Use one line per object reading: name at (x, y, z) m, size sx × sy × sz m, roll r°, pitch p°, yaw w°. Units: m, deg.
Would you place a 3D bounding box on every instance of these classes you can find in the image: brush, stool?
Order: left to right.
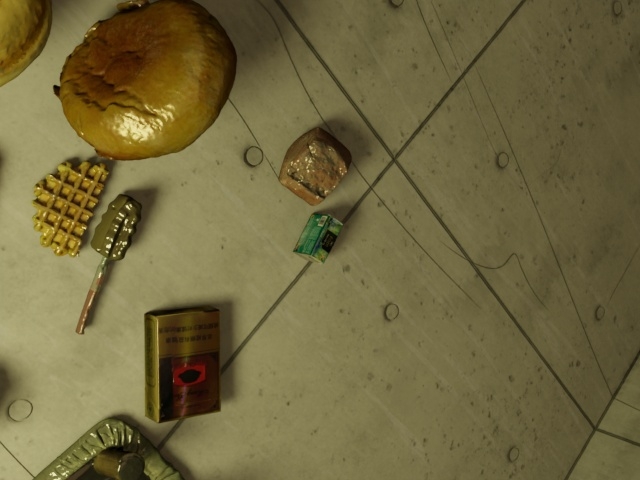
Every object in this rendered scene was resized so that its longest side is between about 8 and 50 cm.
brush at (-0.447, 0.050, 1.383) m, size 0.071 × 0.084 × 0.300 m, roll 22°, pitch 89°, yaw -34°
stool at (-0.419, 0.572, 1.367) m, size 0.310 × 0.226 × 0.310 m, roll -45°, pitch 116°, yaw -19°

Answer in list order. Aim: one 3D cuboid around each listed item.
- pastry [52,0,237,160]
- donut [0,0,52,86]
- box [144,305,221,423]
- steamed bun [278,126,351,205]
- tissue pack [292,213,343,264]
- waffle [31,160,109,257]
pastry at (-0.329, -0.308, 1.274) m, size 0.356 × 0.356 × 0.164 m, roll -56°, pitch 150°, yaw -15°
donut at (-0.663, -0.424, 1.078) m, size 0.449 × 0.198 × 0.448 m, roll 8°, pitch 74°, yaw -29°
box at (-0.305, 0.272, 1.500) m, size 0.159 × 0.071 × 0.240 m, roll -2°, pitch 96°, yaw -35°
steamed bun at (-0.012, -0.181, 1.617) m, size 0.145 × 0.106 × 0.175 m, roll 39°, pitch 77°, yaw -30°
tissue pack at (0.001, -0.001, 1.657) m, size 0.079 × 0.085 × 0.111 m, roll 33°, pitch 77°, yaw -32°
waffle at (-0.495, -0.063, 1.354) m, size 0.161 × 0.046 × 0.191 m, roll -14°, pitch 103°, yaw -31°
